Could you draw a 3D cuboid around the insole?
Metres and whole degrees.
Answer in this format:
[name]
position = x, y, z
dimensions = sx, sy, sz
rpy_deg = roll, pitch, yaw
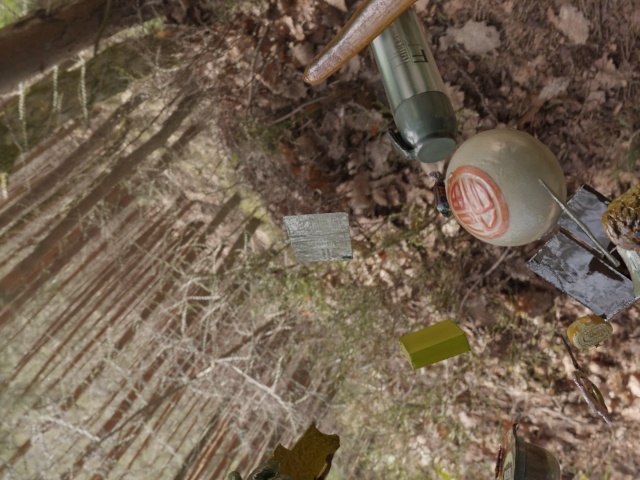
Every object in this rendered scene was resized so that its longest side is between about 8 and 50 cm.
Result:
[insole]
position = 0.428, -0.033, 0.951
dimensions = 0.010, 0.063, 0.192
rpy_deg = -43, 71, 20

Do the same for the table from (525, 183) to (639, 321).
[table]
position = 0.799, 0.030, 1.652
dimensions = 0.282, 0.250, 0.196
rpy_deg = 37, 146, 10

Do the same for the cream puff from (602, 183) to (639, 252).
[cream puff]
position = 0.618, -0.043, 1.109
dimensions = 0.119, 0.104, 0.133
rpy_deg = 32, 112, 27

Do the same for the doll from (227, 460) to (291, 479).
[doll]
position = -0.125, 0.417, 0.937
dimensions = 0.115, 0.150, 0.078
rpy_deg = 39, 148, 40

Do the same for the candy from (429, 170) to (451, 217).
[candy]
position = 0.384, -0.146, 1.829
dimensions = 0.045, 0.175, 0.043
rpy_deg = -9, 153, 5

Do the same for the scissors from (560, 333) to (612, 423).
[scissors]
position = 0.791, 0.401, 1.737
dimensions = 0.160, 0.318, 0.024
rpy_deg = 35, 118, -27

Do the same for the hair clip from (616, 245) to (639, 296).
[hair clip]
position = 0.740, 0.064, 1.346
dimensions = 0.022, 0.137, 0.054
rpy_deg = -7, 159, -15

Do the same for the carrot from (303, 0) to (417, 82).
[carrot]
position = 0.039, -0.198, 0.538
dimensions = 0.037, 0.037, 0.190
rpy_deg = 45, 142, -10

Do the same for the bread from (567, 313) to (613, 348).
[bread]
position = 0.985, 0.332, 2.091
dimensions = 0.149, 0.073, 0.122
rpy_deg = -38, 115, 14

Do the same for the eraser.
[eraser]
position = 0.230, 0.212, 1.168
dimensions = 0.122, 0.097, 0.045
rpy_deg = -20, 103, -3

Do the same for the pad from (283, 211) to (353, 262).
[pad]
position = 0.000, -0.001, 1.478
dimensions = 0.159, 0.009, 0.265
rpy_deg = -3, 152, 5

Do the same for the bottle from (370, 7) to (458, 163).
[bottle]
position = 0.122, -0.224, 0.808
dimensions = 0.095, 0.254, 0.079
rpy_deg = -16, 153, 7

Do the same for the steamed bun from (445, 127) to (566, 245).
[steamed bun]
position = 0.398, -0.109, 1.301
dimensions = 0.283, 0.177, 0.283
rpy_deg = 44, 149, 35

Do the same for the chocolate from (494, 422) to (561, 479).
[chocolate]
position = 0.559, 0.608, 1.521
dimensions = 0.147, 0.221, 0.221
rpy_deg = 7, 133, 5

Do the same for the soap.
[soap]
position = -0.086, 0.601, 1.408
dimensions = 0.143, 0.259, 0.281
rpy_deg = 36, 138, 12
